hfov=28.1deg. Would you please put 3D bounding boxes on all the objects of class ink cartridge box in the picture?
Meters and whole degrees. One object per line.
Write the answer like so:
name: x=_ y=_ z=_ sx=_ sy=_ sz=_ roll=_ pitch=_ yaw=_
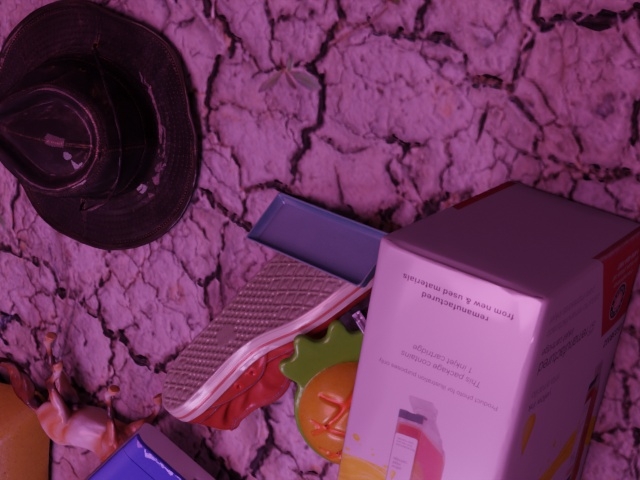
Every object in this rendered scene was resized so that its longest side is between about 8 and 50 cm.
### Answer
ink cartridge box: x=0.152 y=0.167 z=1.205 sx=0.160 sy=0.279 sz=0.385 roll=21 pitch=113 yaw=25

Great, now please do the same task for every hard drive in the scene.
hard drive: x=-0.233 y=0.386 z=1.618 sx=0.210 sy=0.040 sz=0.318 roll=42 pitch=123 yaw=-6

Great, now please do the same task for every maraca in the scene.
maraca: x=0.029 y=0.168 z=1.376 sx=0.127 sy=0.099 sz=0.186 roll=-23 pitch=116 yaw=1

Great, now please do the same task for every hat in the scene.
hat: x=-0.308 y=-0.126 z=1.514 sx=0.331 sy=0.134 sz=0.331 roll=10 pitch=108 yaw=31

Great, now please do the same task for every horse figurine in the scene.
horse figurine: x=-0.297 y=0.224 z=1.630 sx=0.263 sy=0.066 sz=0.174 roll=25 pitch=130 yaw=16

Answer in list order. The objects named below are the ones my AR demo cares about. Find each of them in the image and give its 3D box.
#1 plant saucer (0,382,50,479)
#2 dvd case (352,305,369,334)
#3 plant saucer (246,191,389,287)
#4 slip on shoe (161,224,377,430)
plant saucer: x=-0.541 y=0.336 z=1.756 sx=0.332 sy=0.081 sz=0.333 roll=12 pitch=112 yaw=13
dvd case: x=0.086 y=0.119 z=1.348 sx=0.013 sy=0.087 sz=0.119 roll=-35 pitch=83 yaw=25
plant saucer: x=0.000 y=0.000 z=1.366 sx=0.192 sy=0.018 sz=0.067 roll=22 pitch=71 yaw=47
slip on shoe: x=-0.038 y=0.101 z=1.426 sx=0.331 sy=0.101 sz=0.123 roll=-43 pitch=36 yaw=23
